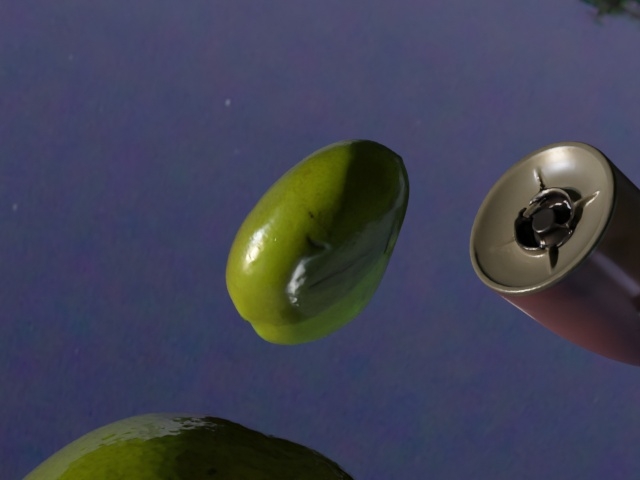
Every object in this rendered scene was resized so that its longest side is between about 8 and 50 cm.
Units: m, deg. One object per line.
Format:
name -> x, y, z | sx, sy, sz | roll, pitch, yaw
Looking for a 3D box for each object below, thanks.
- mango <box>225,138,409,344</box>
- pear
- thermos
mango -> -0.006, 0.001, 1.011 | 0.117, 0.163, 0.089 | -1, -145, -33
pear -> -0.073, 0.189, 0.793 | 0.220, 0.187, 0.187 | -3, -129, -15
thermos -> 0.272, 0.048, 1.247 | 0.265, 0.146, 0.176 | 36, -170, -33
